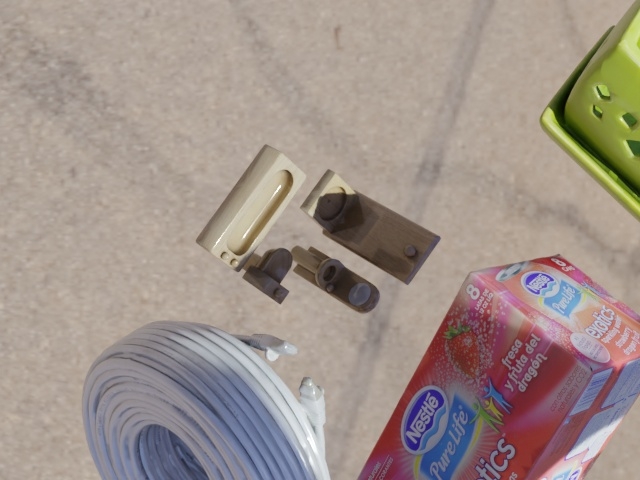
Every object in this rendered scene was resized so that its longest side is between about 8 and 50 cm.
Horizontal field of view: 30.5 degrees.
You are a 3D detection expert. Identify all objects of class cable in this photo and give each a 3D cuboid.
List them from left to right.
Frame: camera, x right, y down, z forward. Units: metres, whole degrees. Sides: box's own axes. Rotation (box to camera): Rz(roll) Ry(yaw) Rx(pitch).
[{"bbox_3d":[-0.101,0.191,1.022,0.089,0.257,0.257,-32,120,-41],"label":"cable"}]

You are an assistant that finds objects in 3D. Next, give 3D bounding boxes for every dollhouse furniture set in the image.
[{"bbox_3d":[0.000,0.000,1.114,0.144,0.123,0.151,-55,140,-5],"label":"dollhouse furniture set"}]

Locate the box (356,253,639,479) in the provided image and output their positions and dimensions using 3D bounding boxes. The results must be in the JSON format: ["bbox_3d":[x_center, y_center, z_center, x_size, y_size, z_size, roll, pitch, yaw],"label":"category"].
[{"bbox_3d":[0.164,0.175,1.075,0.154,0.142,0.300,-9,132,-47],"label":"box"}]

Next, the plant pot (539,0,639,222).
[{"bbox_3d":[0.396,-0.159,1.309,0.228,0.207,0.227,42,58,-3],"label":"plant pot"}]
